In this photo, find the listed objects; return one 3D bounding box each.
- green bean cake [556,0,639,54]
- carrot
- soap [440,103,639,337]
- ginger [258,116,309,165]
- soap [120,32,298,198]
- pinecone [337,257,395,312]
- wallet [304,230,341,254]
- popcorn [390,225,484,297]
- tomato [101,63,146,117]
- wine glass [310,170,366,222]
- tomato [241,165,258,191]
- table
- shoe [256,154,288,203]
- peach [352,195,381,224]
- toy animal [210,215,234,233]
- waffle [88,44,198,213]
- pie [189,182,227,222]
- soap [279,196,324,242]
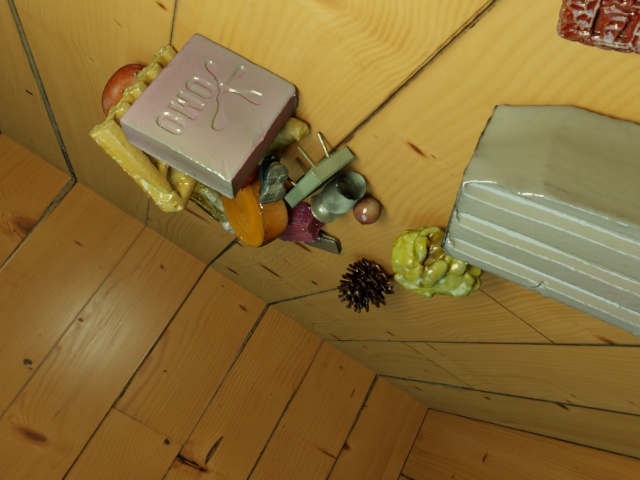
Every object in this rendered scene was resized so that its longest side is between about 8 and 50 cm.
[{"bbox_3d":[0.364,-0.292,0.578,0.136,0.056,0.135,22,157,23],"label":"green bean cake"},{"bbox_3d":[-0.235,-0.122,1.594,0.307,0.100,0.258,47,140,21],"label":"carrot"},{"bbox_3d":[0.452,-0.038,0.828,0.436,0.212,0.350,23,161,19],"label":"soap"},{"bbox_3d":[-0.115,-0.263,1.292,0.118,0.065,0.299,41,156,-18],"label":"ginger"},{"bbox_3d":[-0.240,-0.282,1.093,0.286,0.296,0.107,28,160,2],"label":"soap"},{"bbox_3d":[0.157,0.173,1.759,0.208,0.207,0.207,26,159,11],"label":"pinecone"},{"bbox_3d":[0.000,0.000,1.786,0.153,0.038,0.118,20,160,18],"label":"wallet"},{"bbox_3d":[0.311,0.060,1.303,0.256,0.194,0.255,27,169,12],"label":"popcorn"},{"bbox_3d":[-0.497,-0.376,1.343,0.208,0.184,0.208,38,-174,-5],"label":"tomato"},{"bbox_3d":[0.048,-0.122,1.352,0.103,0.103,0.222,34,159,-9],"label":"wine glass"},{"bbox_3d":[-0.274,-0.226,1.442,0.168,0.167,0.167,26,159,11],"label":"tomato"},{"bbox_3d":[-0.029,-0.189,1.278,0.111,0.122,0.240,53,157,-3],"label":"table"},{"bbox_3d":[-0.141,-0.175,1.320,0.099,0.071,0.169,63,152,25],"label":"shoe"},{"bbox_3d":[0.130,-0.084,1.358,0.083,0.083,0.083,26,159,11],"label":"peach"},{"bbox_3d":[-0.373,-0.091,2.047,0.181,0.131,0.127,58,179,-38],"label":"toy animal"},{"bbox_3d":[-0.388,-0.283,1.245,0.078,0.347,0.304,1,146,29],"label":"waffle"},{"bbox_3d":[-0.435,-0.162,1.785,0.274,0.055,0.274,30,160,12],"label":"pie"},{"bbox_3d":[-0.099,-0.066,1.679,0.162,0.099,0.250,43,157,-31],"label":"soap"}]
